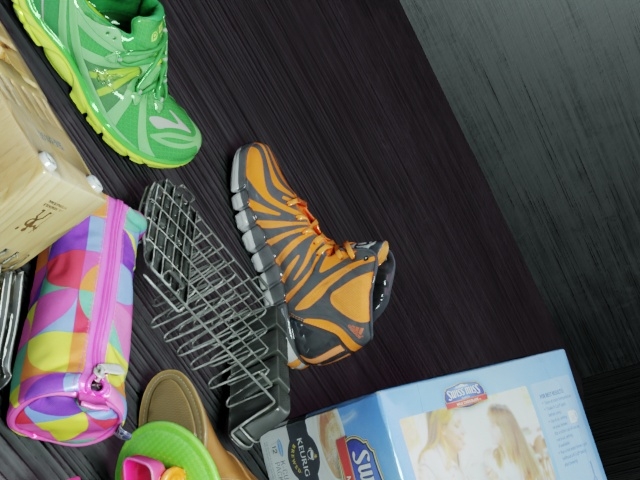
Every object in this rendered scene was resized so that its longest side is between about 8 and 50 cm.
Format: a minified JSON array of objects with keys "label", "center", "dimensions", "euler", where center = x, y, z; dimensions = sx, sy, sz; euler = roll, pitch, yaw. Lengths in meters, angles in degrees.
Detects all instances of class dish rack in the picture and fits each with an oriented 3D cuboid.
[{"label":"dish rack","center":[-0.123,0.069,1.040],"dimensions":[0.271,0.074,0.208],"euler":[53,14,-28]}]

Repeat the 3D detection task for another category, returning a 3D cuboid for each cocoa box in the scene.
[{"label":"cocoa box","center":[0.147,0.284,1.151],"dimensions":[0.347,0.228,0.231],"euler":[-5,74,-41]}]

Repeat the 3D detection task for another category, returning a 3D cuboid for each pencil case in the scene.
[{"label":"pencil case","center":[-0.206,0.064,0.831],"dimensions":[0.104,0.104,0.236],"euler":[47,28,-45]}]

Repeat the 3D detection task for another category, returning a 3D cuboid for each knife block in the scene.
[{"label":"knife block","center":[-0.282,-0.018,0.631],"dimensions":[0.275,0.242,0.088],"euler":[57,5,16]}]

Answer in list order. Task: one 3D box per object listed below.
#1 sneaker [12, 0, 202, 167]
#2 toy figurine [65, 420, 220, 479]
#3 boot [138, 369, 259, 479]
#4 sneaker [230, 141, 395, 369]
[{"label":"sneaker","center":[-0.210,-0.194,1.026],"dimensions":[0.295,0.123,0.109],"euler":[55,25,-35]},{"label":"toy figurine","center":[-0.179,0.246,0.772],"dimensions":[0.159,0.130,0.173],"euler":[-4,99,-54]},{"label":"boot","center":[-0.112,0.229,0.978],"dimensions":[0.152,0.073,0.197],"euler":[25,46,-72]},{"label":"sneaker","center":[0.000,0.000,1.282],"dimensions":[0.124,0.180,0.321],"euler":[-2,73,-68]}]
